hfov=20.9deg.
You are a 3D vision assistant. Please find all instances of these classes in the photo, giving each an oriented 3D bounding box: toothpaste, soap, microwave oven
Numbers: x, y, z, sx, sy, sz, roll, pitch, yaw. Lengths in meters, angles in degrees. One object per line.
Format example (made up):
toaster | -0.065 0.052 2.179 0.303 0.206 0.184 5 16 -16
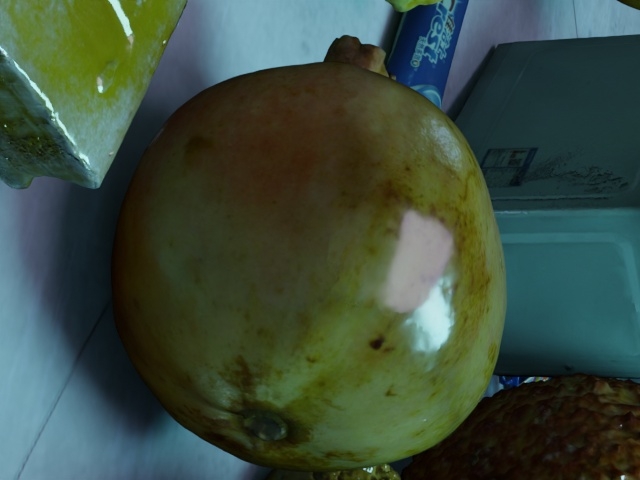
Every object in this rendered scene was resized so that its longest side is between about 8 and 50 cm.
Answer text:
toothpaste | 0.075 -0.130 1.377 0.069 0.047 0.268 47 52 -47
soap | -0.135 -0.174 0.950 0.160 0.080 0.257 58 44 -47
microwave oven | 0.223 -0.028 1.466 0.295 0.238 0.181 -58 140 -50

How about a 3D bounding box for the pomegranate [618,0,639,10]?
pomegranate | 0.335 -0.347 1.623 0.264 0.264 0.264 -6 97 -61

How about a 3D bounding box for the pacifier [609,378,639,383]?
pacifier | 0.279 0.105 1.681 0.207 0.227 0.279 37 57 -18

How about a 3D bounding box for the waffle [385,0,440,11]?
waffle | 0.136 -0.307 1.298 0.283 0.065 0.309 -131 -117 -73

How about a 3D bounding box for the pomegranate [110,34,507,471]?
pomegranate | 0.000 0.000 1.060 0.252 0.229 0.270 54 40 -50

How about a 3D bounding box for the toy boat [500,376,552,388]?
toy boat | 0.195 0.141 1.577 0.110 0.091 0.175 -12 98 -54

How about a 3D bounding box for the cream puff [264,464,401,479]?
cream puff | 0.015 0.211 1.228 0.126 0.103 0.143 11 76 -60

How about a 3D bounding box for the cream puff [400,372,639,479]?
cream puff | 0.198 0.217 1.341 0.350 0.350 0.228 -11 86 -61
